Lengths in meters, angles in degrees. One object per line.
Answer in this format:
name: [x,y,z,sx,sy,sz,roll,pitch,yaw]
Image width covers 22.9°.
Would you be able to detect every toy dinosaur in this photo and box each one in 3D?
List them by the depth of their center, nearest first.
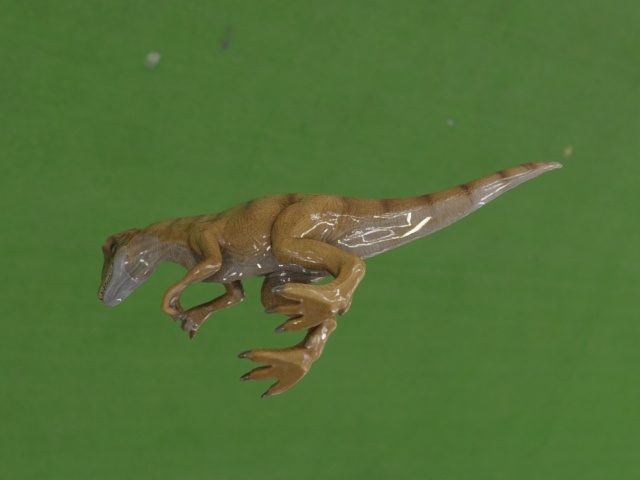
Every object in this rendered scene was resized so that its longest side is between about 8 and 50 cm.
toy dinosaur: [0.000,0.000,0.665,0.211,0.112,0.064,-8,134,7]
